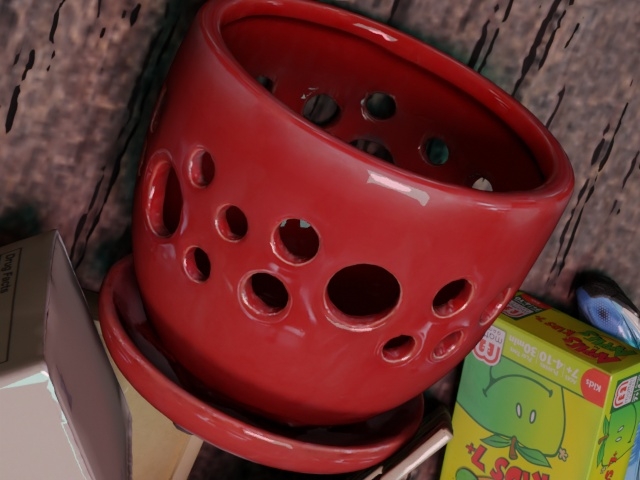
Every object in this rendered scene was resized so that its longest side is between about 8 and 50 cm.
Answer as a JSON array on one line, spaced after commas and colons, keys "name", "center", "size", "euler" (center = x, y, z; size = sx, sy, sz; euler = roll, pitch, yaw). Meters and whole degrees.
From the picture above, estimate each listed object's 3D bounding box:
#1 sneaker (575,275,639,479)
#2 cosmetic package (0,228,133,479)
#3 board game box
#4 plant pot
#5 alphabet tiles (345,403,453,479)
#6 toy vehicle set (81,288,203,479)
[{"name": "sneaker", "center": [0.154, 0.097, 1.084], "size": [0.073, 0.063, 0.162], "euler": [-12, 118, -8]}, {"name": "cosmetic package", "center": [-0.246, 0.115, 0.876], "size": [0.309, 0.160, 0.113], "euler": [-17, 112, 2]}, {"name": "board game box", "center": [0.115, 0.130, 1.064], "size": [0.043, 0.092, 0.181], "euler": [-16, 124, -46]}, {"name": "plant pot", "center": [0.000, 0.000, 0.919], "size": [0.191, 0.191, 0.174], "euler": [13, 118, -23]}, {"name": "alphabet tiles", "center": [-0.028, 0.163, 0.993], "size": [0.237, 0.198, 0.009], "euler": [-38, 87, 1]}, {"name": "toy vehicle set", "center": [-0.168, 0.147, 1.017], "size": [0.166, 0.035, 0.267], "euler": [17, 108, -24]}]
